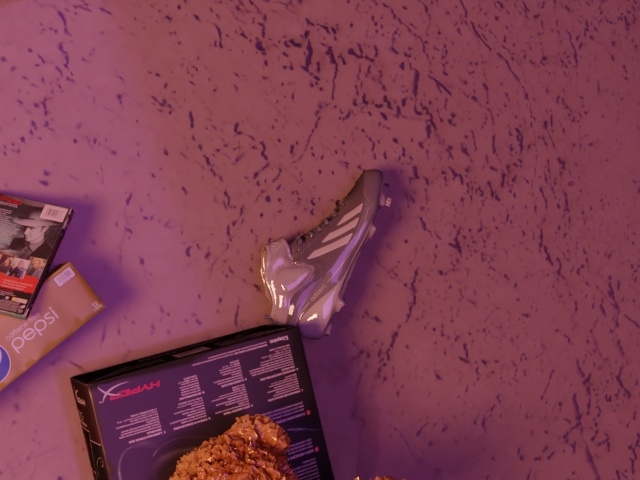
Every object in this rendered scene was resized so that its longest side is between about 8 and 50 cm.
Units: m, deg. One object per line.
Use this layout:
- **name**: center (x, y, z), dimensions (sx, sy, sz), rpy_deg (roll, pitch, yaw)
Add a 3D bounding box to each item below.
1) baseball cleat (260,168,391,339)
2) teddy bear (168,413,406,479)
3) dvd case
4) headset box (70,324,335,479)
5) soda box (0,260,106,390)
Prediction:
- **baseball cleat**: center (0.000, 0.000, 1.056), dimensions (0.109, 0.072, 0.205), rpy_deg (23, 69, -6)
- **teddy bear**: center (-0.003, 0.318, 0.868), dimensions (0.245, 0.113, 0.338), rpy_deg (-21, 100, 2)
- **dvd case**: center (-0.294, 0.012, 0.924), dimensions (0.087, 0.013, 0.119), rpy_deg (12, 62, 7)
- **headset box**: center (-0.103, 0.250, 0.973), dimensions (0.218, 0.110, 0.293), rpy_deg (-14, 92, -23)
- **soda box**: center (-0.296, 0.097, 0.930), dimensions (0.181, 0.061, 0.058), rpy_deg (-40, 102, -20)
